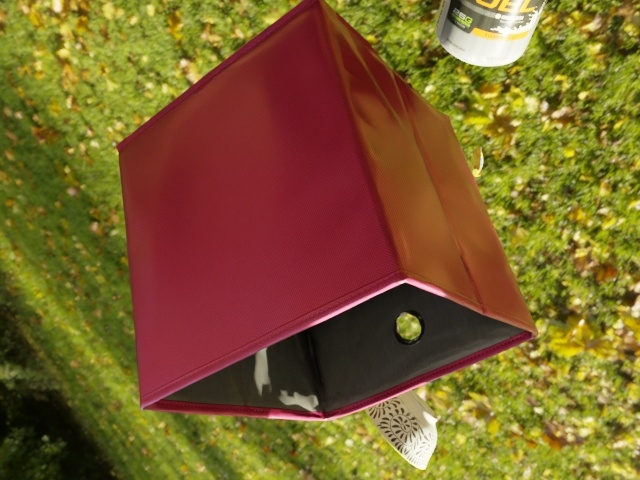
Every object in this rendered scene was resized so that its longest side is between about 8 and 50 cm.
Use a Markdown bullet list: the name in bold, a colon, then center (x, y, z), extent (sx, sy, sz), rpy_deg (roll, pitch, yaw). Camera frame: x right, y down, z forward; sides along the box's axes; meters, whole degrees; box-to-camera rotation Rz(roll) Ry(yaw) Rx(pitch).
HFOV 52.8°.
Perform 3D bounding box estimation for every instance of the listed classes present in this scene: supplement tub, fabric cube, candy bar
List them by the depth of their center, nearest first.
- **fabric cube**: center (0.000, 0.000, 0.594), extent (0.254, 0.259, 0.258), rpy_deg (-30, 59, 27)
- **supplement tub**: center (0.206, -0.303, 0.723), extent (0.117, 0.117, 0.190), rpy_deg (38, 148, 19)
- **candy bar**: center (0.269, -0.134, 1.107), extent (0.018, 0.161, 0.040), rpy_deg (0, 91, 13)

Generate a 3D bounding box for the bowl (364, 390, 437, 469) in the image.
- **bowl**: center (0.163, 0.330, 1.195), extent (0.170, 0.080, 0.170), rpy_deg (45, -175, -5)
